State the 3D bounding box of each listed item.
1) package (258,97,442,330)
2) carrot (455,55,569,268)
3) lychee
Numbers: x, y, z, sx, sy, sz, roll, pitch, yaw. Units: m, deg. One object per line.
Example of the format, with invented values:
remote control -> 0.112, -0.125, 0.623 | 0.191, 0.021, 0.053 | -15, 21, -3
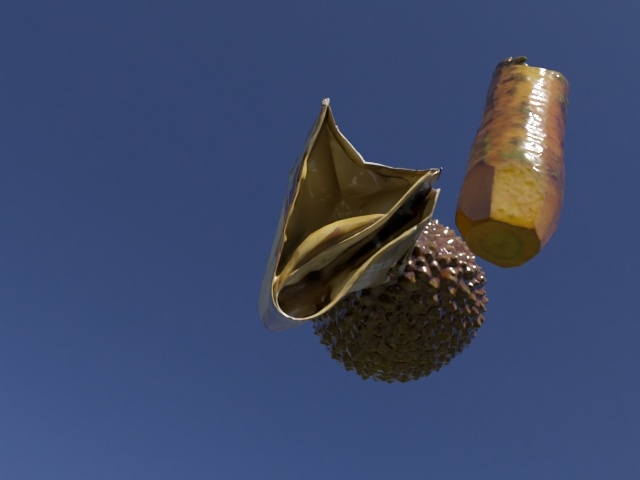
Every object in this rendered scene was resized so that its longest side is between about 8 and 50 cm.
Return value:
package -> 0.033, 0.004, 0.950 | 0.165, 0.221, 0.311 | 14, -11, -4
carrot -> 0.228, -0.101, 0.997 | 0.114, 0.302, 0.114 | 11, -42, 10
lychee -> 0.107, 0.074, 1.252 | 0.267, 0.267, 0.267 | 9, -44, 9
